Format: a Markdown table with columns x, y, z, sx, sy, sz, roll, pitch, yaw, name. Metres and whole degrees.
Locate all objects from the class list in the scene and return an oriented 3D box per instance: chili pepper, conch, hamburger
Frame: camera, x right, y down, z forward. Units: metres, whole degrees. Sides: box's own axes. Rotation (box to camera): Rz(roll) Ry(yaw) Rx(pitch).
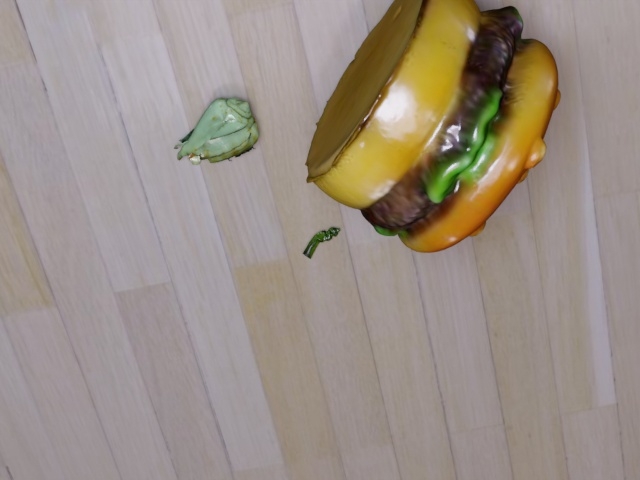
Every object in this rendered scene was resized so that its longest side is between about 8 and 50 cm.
| x | y | z | sx | sy | sz | roll | pitch | yaw | name |
| --- | --- | --- | --- | --- | --- | --- | --- | --- | --- |
| 0.000 | 0.000 | 1.774 | 0.083 | 0.022 | 0.027 | -40 | 75 | 18 | chili pepper |
| -0.167 | -0.172 | 1.670 | 0.106 | 0.079 | 0.170 | 45 | 123 | -12 | conch |
| 0.177 | -0.183 | 1.509 | 0.277 | 0.395 | 0.395 | 30 | 111 | -13 | hamburger |
